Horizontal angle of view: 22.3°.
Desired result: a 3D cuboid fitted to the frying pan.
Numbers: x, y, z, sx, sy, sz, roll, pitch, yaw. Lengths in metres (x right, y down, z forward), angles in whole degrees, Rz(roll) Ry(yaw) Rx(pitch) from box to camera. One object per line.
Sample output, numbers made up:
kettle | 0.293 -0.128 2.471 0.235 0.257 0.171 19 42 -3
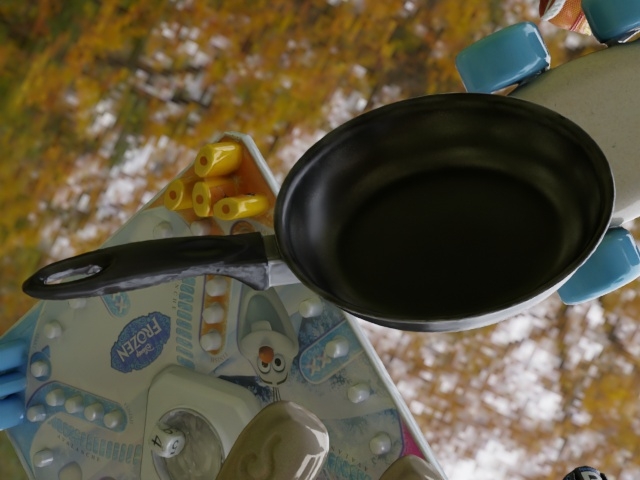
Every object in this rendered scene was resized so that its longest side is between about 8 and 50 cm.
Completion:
frying pan | 0.018 0.014 0.920 0.326 0.053 0.197 -29 -136 -17

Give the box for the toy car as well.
toy car | 0.234 -0.083 1.351 0.210 0.219 0.238 -24 179 4

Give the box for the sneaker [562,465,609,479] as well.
sneaker | 0.283 0.268 1.627 0.217 0.079 0.121 111 -23 -52

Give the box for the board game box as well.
board game box | -0.107 0.175 1.321 0.390 0.050 0.390 -39 -106 33

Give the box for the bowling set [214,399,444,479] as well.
bowling set | 0.059 0.238 1.018 0.287 0.200 0.154 42 -75 29

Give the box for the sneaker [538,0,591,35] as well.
sneaker | 0.257 -0.250 1.446 0.175 0.067 0.064 125 -23 -59
